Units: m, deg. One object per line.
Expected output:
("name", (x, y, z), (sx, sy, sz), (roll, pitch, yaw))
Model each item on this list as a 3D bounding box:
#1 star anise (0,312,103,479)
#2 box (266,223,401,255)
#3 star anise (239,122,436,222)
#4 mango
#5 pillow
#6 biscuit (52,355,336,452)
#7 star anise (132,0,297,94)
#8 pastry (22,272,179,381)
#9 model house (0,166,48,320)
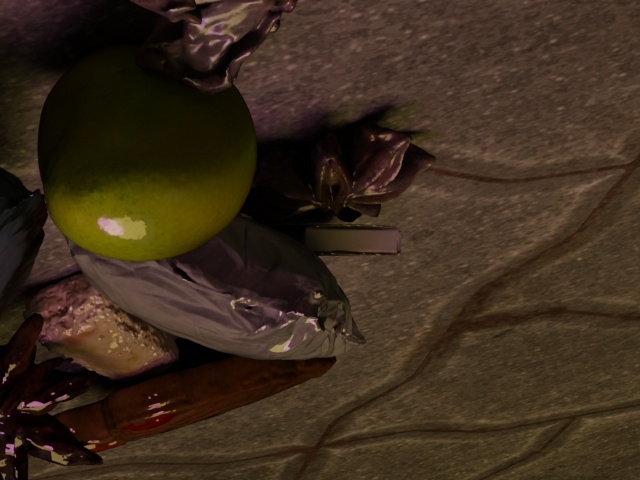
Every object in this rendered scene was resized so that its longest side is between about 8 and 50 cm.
("star anise", (-0.368, 0.194, 2.091), (0.272, 0.272, 0.102), (-21, -166, 17))
("box", (0.000, 0.000, 2.054), (0.115, 0.036, 0.177), (0, 180, -24))
("star anise", (0.019, -0.070, 1.943), (0.212, 0.073, 0.197), (4, 156, -46))
("mango", (-0.144, -0.069, 1.590), (0.185, 0.273, 0.149), (6, 118, -14))
("pillow", (-0.111, 0.040, 1.925), (0.310, 0.138, 0.283), (20, 173, 16))
("biscuit", (-0.168, 0.198, 2.386), (0.359, 0.074, 0.381), (-21, 177, 16))
("star anise", (-0.050, -0.209, 1.500), (0.257, 0.111, 0.198), (-23, 160, 9))
("pastry", (-0.250, 0.106, 2.201), (0.121, 0.089, 0.258), (-7, 158, 15))
("model house", (-0.457, 0.004, 1.625), (0.339, 0.297, 0.360), (33, 170, 1))
